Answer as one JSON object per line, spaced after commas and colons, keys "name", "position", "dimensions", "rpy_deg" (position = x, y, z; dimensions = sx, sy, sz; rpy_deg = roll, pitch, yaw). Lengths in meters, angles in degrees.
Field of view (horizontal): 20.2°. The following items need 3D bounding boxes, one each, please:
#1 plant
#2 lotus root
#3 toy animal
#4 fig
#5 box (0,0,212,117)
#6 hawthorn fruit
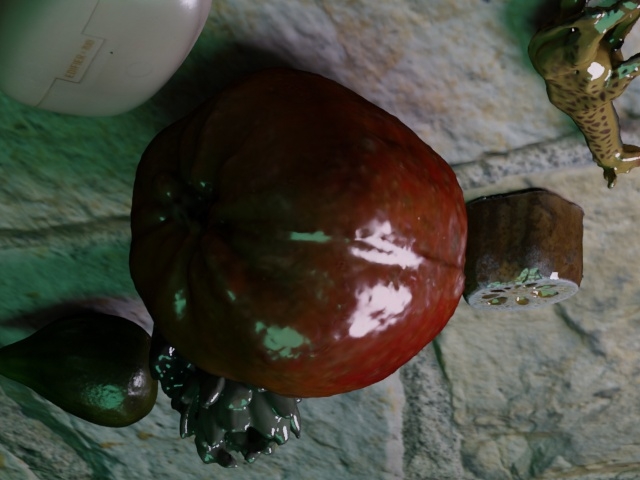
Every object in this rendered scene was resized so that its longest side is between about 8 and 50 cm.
{"name": "plant", "position": [-0.086, 0.100, 1.611], "dimensions": [0.129, 0.195, 0.132], "rpy_deg": [-11, 151, 6]}
{"name": "lotus root", "position": [0.180, 0.014, 1.610], "dimensions": [0.122, 0.081, 0.112], "rpy_deg": [-11, 158, 14]}
{"name": "toy animal", "position": [0.223, -0.125, 1.378], "dimensions": [0.149, 0.054, 0.275], "rpy_deg": [-1, 149, -10]}
{"name": "fig", "position": [-0.241, 0.117, 1.734], "dimensions": [0.177, 0.117, 0.117], "rpy_deg": [14, 151, 4]}
{"name": "box", "position": [-0.156, -0.159, 1.242], "dimensions": [0.146, 0.088, 0.200], "rpy_deg": [11, 147, -22]}
{"name": "hawthorn fruit", "position": [-0.014, -0.006, 1.389], "dimensions": [0.261, 0.258, 0.258], "rpy_deg": [-10, 157, -28]}
